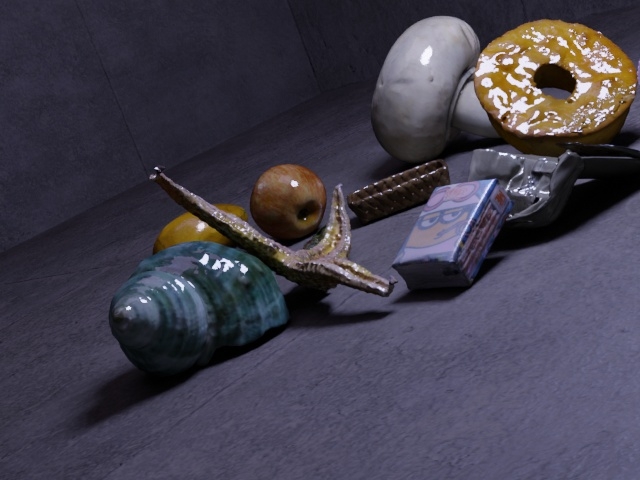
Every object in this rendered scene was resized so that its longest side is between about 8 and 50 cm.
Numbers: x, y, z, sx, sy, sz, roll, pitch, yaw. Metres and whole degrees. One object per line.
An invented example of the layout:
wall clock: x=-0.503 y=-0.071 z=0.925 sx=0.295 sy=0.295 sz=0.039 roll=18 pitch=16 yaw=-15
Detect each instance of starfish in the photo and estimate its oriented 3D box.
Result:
starfish: x=-0.052 y=-0.012 z=1.742 sx=0.384 sy=0.132 sz=0.398 roll=27 pitch=14 yaw=7

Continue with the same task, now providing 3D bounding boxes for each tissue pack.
tissue pack: x=0.180 y=-0.007 z=1.577 sx=0.116 sy=0.065 sz=0.155 roll=-5 pitch=43 yaw=48

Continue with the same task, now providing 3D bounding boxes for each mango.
mango: x=-0.227 y=-0.009 z=2.269 sx=0.227 sy=0.109 sz=0.147 roll=-31 pitch=-8 yaw=-38

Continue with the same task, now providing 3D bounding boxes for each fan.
fan: x=0.466 y=-0.120 z=1.697 sx=0.227 sy=0.008 sz=0.152 roll=9 pitch=-4 yaw=35

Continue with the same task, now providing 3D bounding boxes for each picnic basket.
picnic basket: x=0.145 y=-0.087 z=2.115 sx=0.193 sy=0.054 sz=0.110 roll=-20 pitch=13 yaw=3

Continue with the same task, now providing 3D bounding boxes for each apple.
apple: x=-0.058 y=-0.071 z=2.179 sx=0.146 sy=0.146 sz=0.131 roll=-24 pitch=33 yaw=-17

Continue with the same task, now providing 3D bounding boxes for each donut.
donut: x=0.404 y=-0.249 z=2.008 sx=0.278 sy=0.108 sz=0.277 roll=-5 pitch=53 yaw=6

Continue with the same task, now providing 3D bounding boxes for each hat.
hat: x=0.341 y=-0.068 z=1.695 sx=0.245 sy=0.149 sz=0.214 roll=16 pitch=-3 yaw=-30

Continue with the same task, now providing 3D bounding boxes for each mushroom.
mushroom: x=0.236 y=-0.308 z=2.387 sx=0.315 sy=0.315 sz=0.356 roll=-25 pitch=13 yaw=-18

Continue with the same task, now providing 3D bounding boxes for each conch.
conch: x=-0.190 y=0.098 z=1.632 sx=0.220 sy=0.195 sz=0.277 roll=27 pitch=15 yaw=36

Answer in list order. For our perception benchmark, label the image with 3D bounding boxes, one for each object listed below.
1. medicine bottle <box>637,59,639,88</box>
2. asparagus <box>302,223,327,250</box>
medicine bottle: x=0.648 y=-0.319 z=2.007 sx=0.178 sy=0.178 sz=0.291 roll=-15 pitch=14 yaw=25
asparagus: x=0.000 y=0.000 z=2.034 sx=0.036 sy=0.030 sz=0.165 roll=-5 pitch=16 yaw=18
